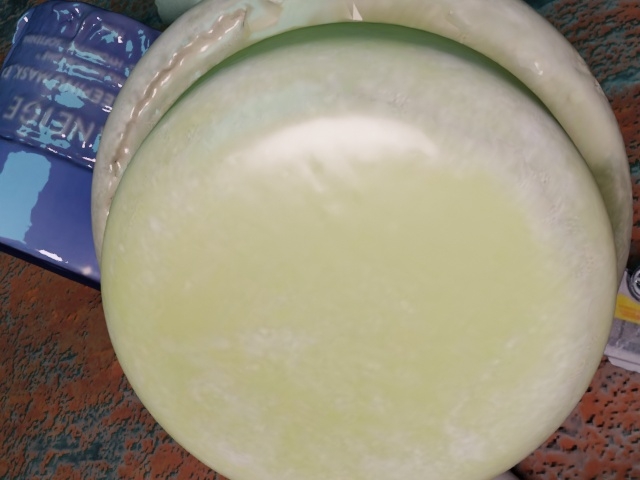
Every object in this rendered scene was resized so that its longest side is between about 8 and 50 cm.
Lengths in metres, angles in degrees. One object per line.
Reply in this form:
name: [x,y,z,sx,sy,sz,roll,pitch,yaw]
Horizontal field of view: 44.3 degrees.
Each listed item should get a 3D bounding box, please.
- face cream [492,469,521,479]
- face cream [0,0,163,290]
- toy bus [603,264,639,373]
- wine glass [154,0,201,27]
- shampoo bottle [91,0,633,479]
face cream: [0.067,0.162,0.588,0.198,0.057,0.084,34,89,40]
face cream: [-0.203,-0.072,0.742,0.249,0.249,0.225,12,76,36]
toy bus: [0.260,0.061,0.503,0.191,0.064,0.075,12,89,36]
wine glass: [-0.072,-0.251,0.829,0.222,0.103,0.103,17,80,37]
shampoo bottle: [0.024,-0.020,0.509,0.322,0.322,0.317,-34,20,17]
